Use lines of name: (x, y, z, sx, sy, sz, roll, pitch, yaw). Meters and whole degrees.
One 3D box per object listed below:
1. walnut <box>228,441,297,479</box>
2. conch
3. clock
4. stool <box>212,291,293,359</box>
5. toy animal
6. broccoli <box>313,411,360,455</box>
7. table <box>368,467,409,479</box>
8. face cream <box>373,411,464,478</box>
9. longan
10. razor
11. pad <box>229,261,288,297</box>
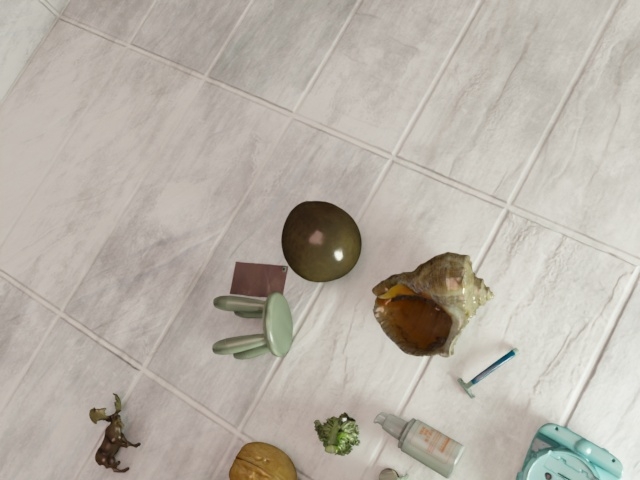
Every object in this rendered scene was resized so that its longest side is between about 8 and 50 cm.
walnut: (-0.162, 0.670, 1.827, 0.197, 0.165, 0.165, 23, 81, 29)
conch: (0.328, 0.187, 1.818, 0.352, 0.210, 0.297, -9, 70, 49)
clock: (0.624, 0.631, 1.643, 0.224, 0.094, 0.274, 26, 81, 23)
stool: (-0.206, 0.265, 1.944, 0.199, 0.195, 0.195, -9, 71, 16)
toy animal: (-0.662, 0.613, 2.024, 0.186, 0.094, 0.214, 26, 90, 30)
broccoli: (0.041, 0.553, 1.781, 0.118, 0.204, 0.122, -25, 83, 9)
table: (0.176, 0.696, 1.696, 0.167, 0.198, 0.166, -5, 73, 15)
face cream: (0.266, 0.549, 1.769, 0.252, 0.101, 0.101, 27, 82, 22)
longan: (0.000, 0.000, 1.936, 0.258, 0.258, 0.258, -5, 72, 15)
razor: (0.480, 0.363, 1.797, 0.191, 0.037, 0.068, -37, 66, 3)
pad: (-0.202, 0.129, 2.084, 0.188, 0.006, 0.113, 4, 76, 18)
